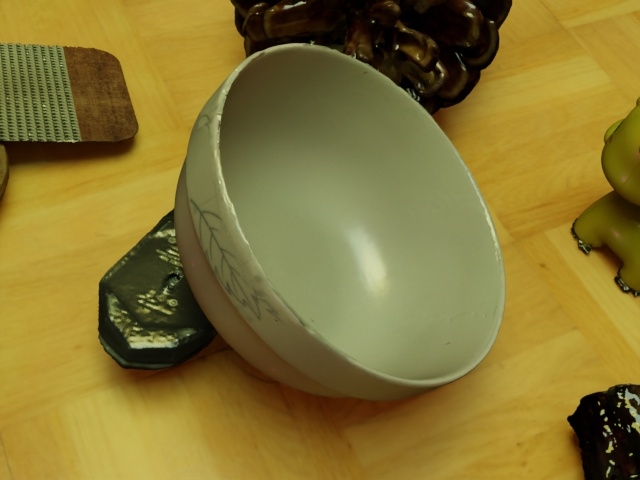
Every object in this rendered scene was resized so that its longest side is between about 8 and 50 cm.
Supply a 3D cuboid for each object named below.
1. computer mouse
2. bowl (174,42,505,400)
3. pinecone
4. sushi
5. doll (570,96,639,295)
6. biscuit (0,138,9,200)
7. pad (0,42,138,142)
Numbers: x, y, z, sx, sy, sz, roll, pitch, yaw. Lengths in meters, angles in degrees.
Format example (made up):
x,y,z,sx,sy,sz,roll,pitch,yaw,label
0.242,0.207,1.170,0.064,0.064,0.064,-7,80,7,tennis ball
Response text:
x,y,z,sx,sy,sz,roll,pitch,yaw,label
-0.117,0.040,0.688,0.106,0.062,0.192,23,48,7,computer mouse
0.000,0.000,0.646,0.287,0.144,0.287,24,50,-33,bowl
0.056,-0.258,0.814,0.298,0.242,0.296,13,52,-7,pinecone
0.256,0.162,0.640,0.098,0.094,0.084,3,57,-7,sushi
0.315,-0.061,0.733,0.143,0.221,0.135,-24,58,-27,doll
-0.385,-0.059,0.722,0.208,0.049,0.181,23,54,5,biscuit
-0.280,-0.113,0.717,0.250,0.055,0.323,-2,27,-24,pad
